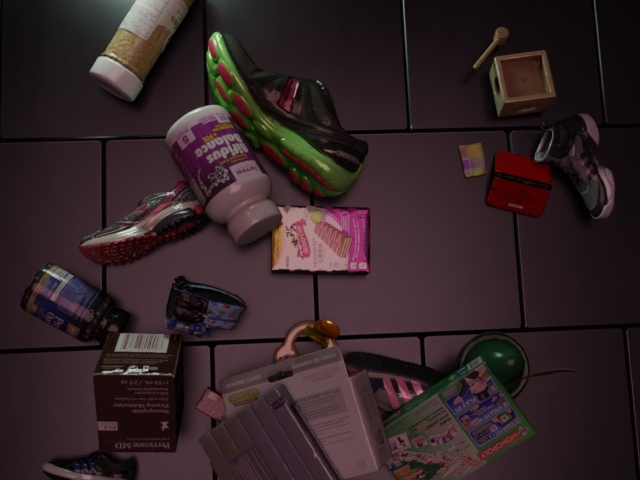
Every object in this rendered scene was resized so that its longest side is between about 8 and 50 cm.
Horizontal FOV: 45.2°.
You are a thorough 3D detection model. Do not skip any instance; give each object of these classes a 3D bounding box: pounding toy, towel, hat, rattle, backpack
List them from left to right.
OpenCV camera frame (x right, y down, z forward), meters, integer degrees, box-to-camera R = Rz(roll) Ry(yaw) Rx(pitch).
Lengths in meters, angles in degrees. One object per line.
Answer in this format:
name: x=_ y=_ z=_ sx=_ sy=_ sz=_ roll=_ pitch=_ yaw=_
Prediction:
backpack: x=-0.261 y=0.159 z=1.749 sx=0.173 sy=0.158 sz=0.117 roll=16 pitch=90 yaw=-13
rattle: x=-0.048 y=0.266 z=1.753 sx=0.199 sy=0.142 sz=0.130 roll=-27 pitch=103 yaw=-13
towel: x=0.379 y=-0.200 z=1.905 sx=0.060 sy=0.009 sz=0.083 roll=-10 pitch=83 yaw=-6
pounding toy: x=0.463 y=-0.416 z=1.905 sx=0.180 sy=0.094 sz=0.206 roll=-8 pitch=73 yaw=0
hat: x=0.427 y=0.288 z=1.751 sx=0.208 sy=0.183 sz=0.173 roll=-31 pitch=85 yaw=-7

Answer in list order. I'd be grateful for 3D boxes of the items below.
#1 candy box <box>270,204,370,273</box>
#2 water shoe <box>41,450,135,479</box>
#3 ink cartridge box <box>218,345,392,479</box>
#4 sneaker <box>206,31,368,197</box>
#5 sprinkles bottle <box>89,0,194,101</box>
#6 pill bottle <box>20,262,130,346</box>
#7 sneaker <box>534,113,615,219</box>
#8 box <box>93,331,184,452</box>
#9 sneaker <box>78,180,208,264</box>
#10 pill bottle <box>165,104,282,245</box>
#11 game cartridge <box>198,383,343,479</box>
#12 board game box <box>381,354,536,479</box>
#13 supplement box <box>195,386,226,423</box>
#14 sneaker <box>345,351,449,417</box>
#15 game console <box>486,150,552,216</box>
candy box: x=0.000 y=0.000 z=1.823 sx=0.233 sy=0.071 sz=0.159 roll=1 pitch=82 yaw=-3
water shoe: x=-0.518 y=0.513 z=1.730 sx=0.203 sy=0.073 sz=0.080 roll=13 pitch=55 yaw=-1
ink cartridge box: x=-0.036 y=0.390 z=1.682 sx=0.309 sy=0.130 sz=0.272 roll=-18 pitch=83 yaw=18
sneaker: x=-0.084 y=-0.311 z=1.832 sx=0.483 sy=0.185 sz=0.202 roll=45 pitch=64 yaw=0
sprinkles bottle: x=-0.411 y=-0.511 z=1.844 sx=0.121 sy=0.121 sz=0.356 roll=29 pitch=81 yaw=1
pill bottle: x=-0.548 y=0.153 z=1.737 sx=0.219 sy=0.123 sz=0.123 roll=30 pitch=81 yaw=-4
sneaker: x=0.606 y=-0.174 z=1.861 sx=0.153 sy=0.101 sz=0.269 roll=-6 pitch=76 yaw=-15
box: x=-0.386 y=0.326 z=1.663 sx=0.168 sy=0.167 sz=0.203 roll=1 pitch=114 yaw=-5
sneaker: x=-0.415 y=-0.036 z=1.788 sx=0.299 sy=0.121 sz=0.112 roll=-23 pitch=68 yaw=-13
pill bottle: x=-0.215 y=-0.146 z=1.762 sx=0.169 sy=0.169 sz=0.302 roll=-31 pitch=77 yaw=-7
game cartridge: x=-0.077 y=0.505 z=1.596 sx=0.230 sy=0.068 sz=0.355 roll=-36 pitch=81 yaw=20
board game box: x=0.289 y=0.428 z=1.723 sx=0.317 sy=0.046 sz=0.214 roll=-34 pitch=103 yaw=8
supplement box: x=-0.238 y=0.381 z=1.768 sx=0.083 sy=0.043 sz=0.055 roll=32 pitch=82 yaw=0
sneaker: x=0.193 y=0.357 z=1.784 sx=0.318 sy=0.112 sz=0.131 roll=16 pitch=107 yaw=-4
game console: x=0.490 y=-0.140 z=1.902 sx=0.143 sy=0.085 sz=0.124 roll=13 pitch=112 yaw=-1
